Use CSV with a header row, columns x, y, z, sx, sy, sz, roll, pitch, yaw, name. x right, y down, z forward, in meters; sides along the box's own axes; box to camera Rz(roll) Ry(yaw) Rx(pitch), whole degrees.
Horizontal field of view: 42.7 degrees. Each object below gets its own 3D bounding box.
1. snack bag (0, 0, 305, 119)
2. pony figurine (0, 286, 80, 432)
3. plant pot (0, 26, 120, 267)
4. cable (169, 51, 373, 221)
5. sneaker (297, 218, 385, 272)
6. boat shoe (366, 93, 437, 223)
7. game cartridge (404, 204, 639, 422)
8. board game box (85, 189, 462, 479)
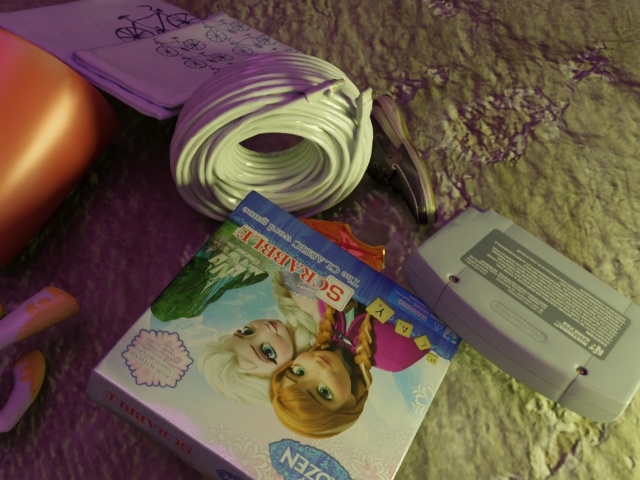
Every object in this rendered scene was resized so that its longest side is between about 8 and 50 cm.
x,y,z,sx,sy,sz,roll,pitch,yaw,name
-0.236,-0.285,1.164,0.342,0.037,0.323,30,36,22,snack bag
-0.501,0.161,0.909,0.351,0.303,0.363,22,47,10,pony figurine
-0.437,-0.114,1.054,0.275,0.275,0.243,21,74,13,plant pot
-0.062,-0.121,1.035,0.257,0.257,0.089,-9,56,-2,cable
0.000,0.000,1.076,0.175,0.064,0.067,25,65,-3,sneaker
0.097,-0.106,1.127,0.073,0.080,0.224,-17,57,-1,boat shoe
0.256,0.081,0.989,0.297,0.062,0.198,37,48,20,game cartridge
-0.033,0.134,0.916,0.318,0.066,0.318,33,49,4,board game box
